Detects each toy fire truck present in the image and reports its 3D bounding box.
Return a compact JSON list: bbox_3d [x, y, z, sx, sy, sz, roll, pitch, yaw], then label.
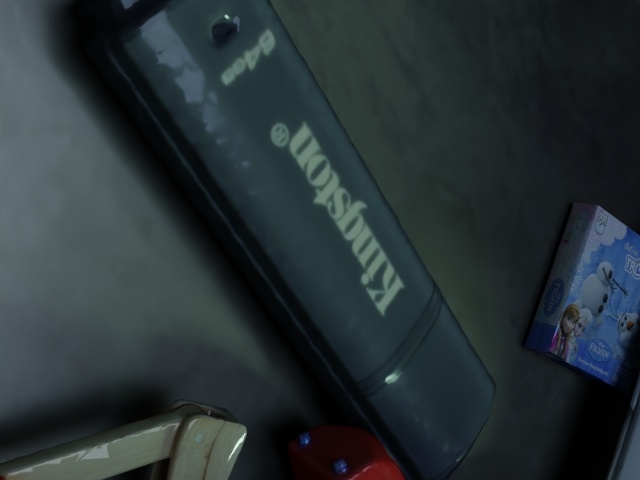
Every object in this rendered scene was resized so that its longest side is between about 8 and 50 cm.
[{"bbox_3d":[-0.052,0.112,0.374,0.192,0.047,0.135,-27,118,-25],"label":"toy fire truck"}]

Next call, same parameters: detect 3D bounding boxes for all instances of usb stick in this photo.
[{"bbox_3d":[0.000,0.000,0.410,0.077,0.045,0.278,-46,121,-23],"label":"usb stick"}]

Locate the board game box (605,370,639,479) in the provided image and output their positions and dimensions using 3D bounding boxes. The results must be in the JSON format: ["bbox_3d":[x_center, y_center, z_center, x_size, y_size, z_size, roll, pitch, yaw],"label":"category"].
[{"bbox_3d":[0.328,0.131,0.527,0.053,0.305,0.193,55,56,-69],"label":"board game box"}]

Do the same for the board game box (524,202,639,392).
[{"bbox_3d":[0.167,0.036,0.563,0.090,0.020,0.090,26,79,-38],"label":"board game box"}]
